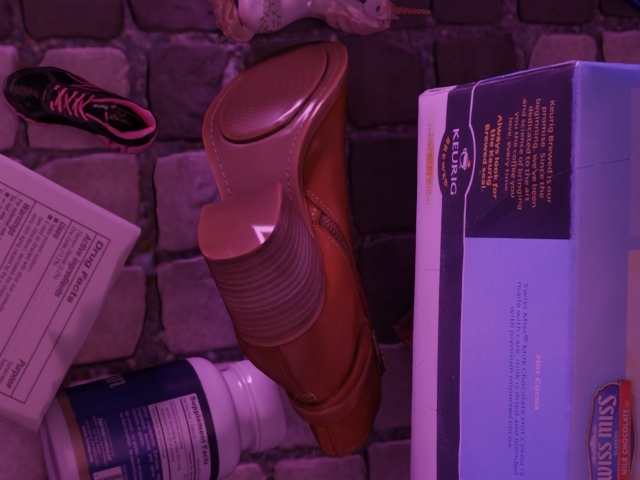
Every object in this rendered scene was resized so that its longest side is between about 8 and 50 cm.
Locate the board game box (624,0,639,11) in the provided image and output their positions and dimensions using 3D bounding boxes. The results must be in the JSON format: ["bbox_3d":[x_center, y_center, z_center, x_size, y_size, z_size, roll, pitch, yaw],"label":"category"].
[{"bbox_3d":[0.321,-0.222,1.049,0.160,0.210,0.047,29,80,-17],"label":"board game box"}]

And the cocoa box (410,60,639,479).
[{"bbox_3d":[0.204,0.069,0.845,0.231,0.228,0.347,1,90,-19],"label":"cocoa box"}]

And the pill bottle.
[{"bbox_3d":[-0.115,0.139,0.951,0.169,0.094,0.094,-12,95,-20],"label":"pill bottle"}]

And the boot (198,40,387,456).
[{"bbox_3d":[0.000,0.000,0.977,0.109,0.283,0.220,-14,130,15],"label":"boot"}]

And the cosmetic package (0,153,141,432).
[{"bbox_3d":[-0.299,-0.011,0.873,0.309,0.113,0.160,30,81,-19],"label":"cosmetic package"}]

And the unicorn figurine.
[{"bbox_3d":[-0.012,-0.199,1.012,0.162,0.060,0.111,-22,99,-3],"label":"unicorn figurine"}]

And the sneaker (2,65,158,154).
[{"bbox_3d":[-0.172,-0.098,0.949,0.119,0.057,0.047,17,87,-18],"label":"sneaker"}]

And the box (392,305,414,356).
[{"bbox_3d":[0.232,0.039,1.053,0.300,0.142,0.154,-39,104,-16],"label":"box"}]
